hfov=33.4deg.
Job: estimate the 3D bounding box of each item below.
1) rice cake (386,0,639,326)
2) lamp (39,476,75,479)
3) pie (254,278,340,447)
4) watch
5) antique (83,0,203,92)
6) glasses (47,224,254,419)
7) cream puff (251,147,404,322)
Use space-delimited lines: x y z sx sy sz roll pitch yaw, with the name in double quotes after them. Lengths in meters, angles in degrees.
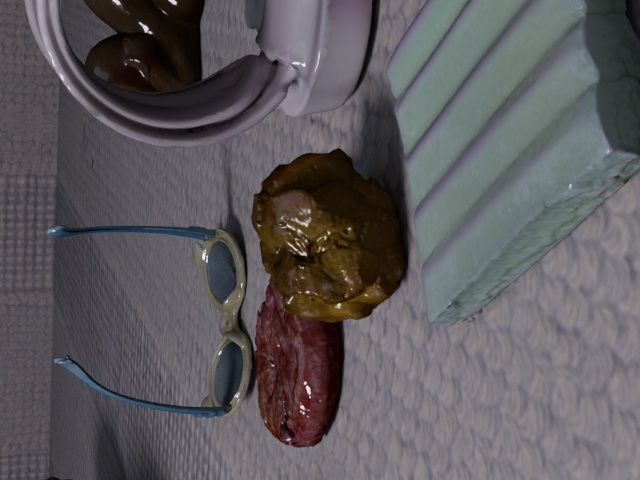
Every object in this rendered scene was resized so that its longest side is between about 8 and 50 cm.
0.090 -0.070 0.546 0.198 0.037 0.189 137 129 -63 "rice cake"
-0.408 0.474 1.627 0.227 0.227 0.226 180 90 -70 "lamp"
-0.022 0.095 0.854 0.154 0.036 0.154 179 90 -71 "pie"
-0.094 -0.200 0.769 0.196 0.231 0.244 -134 44 -65 "watch"
-0.209 -0.256 1.210 0.121 0.143 0.256 -155 65 -66 "antique"
-0.142 0.065 0.981 0.088 0.221 0.189 -14 72 29 "glasses"
0.000 0.000 0.711 0.116 0.094 0.122 -116 37 -45 "cream puff"
